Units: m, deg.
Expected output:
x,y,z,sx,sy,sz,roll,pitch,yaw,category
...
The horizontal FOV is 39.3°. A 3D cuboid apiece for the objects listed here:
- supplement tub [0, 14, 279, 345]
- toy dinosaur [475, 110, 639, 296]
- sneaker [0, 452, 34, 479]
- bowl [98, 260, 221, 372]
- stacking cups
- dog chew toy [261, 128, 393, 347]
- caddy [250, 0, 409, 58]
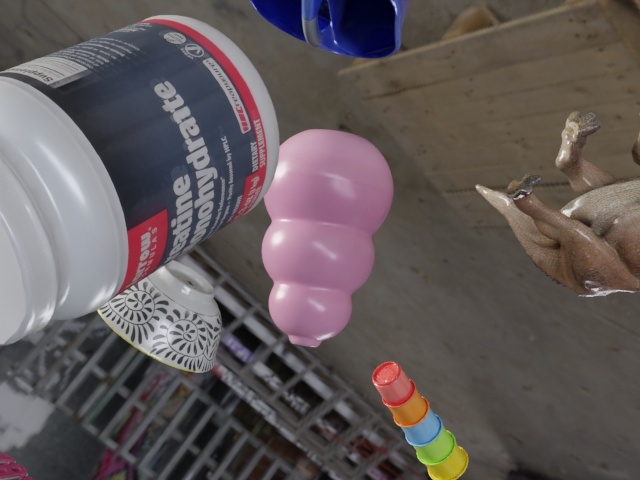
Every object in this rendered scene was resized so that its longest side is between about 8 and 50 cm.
x,y,z,sx,sy,sz,roll,pitch,yaw,category
-0.180,-0.056,0.711,0.191,0.272,0.191,20,127,29,supplement tub
0.271,0.001,0.749,0.296,0.127,0.200,-6,126,33,toy dinosaur
-0.282,0.284,0.842,0.170,0.075,0.063,49,-169,5,sneaker
-0.179,0.075,1.078,0.170,0.080,0.170,33,-170,-6,bowl
0.206,0.376,1.850,0.096,0.096,0.316,14,145,47,stacking cups
0.000,0.000,1.400,0.206,0.332,0.206,8,173,1,dog chew toy
0.013,-0.371,1.283,0.241,0.179,0.341,20,172,8,caddy
